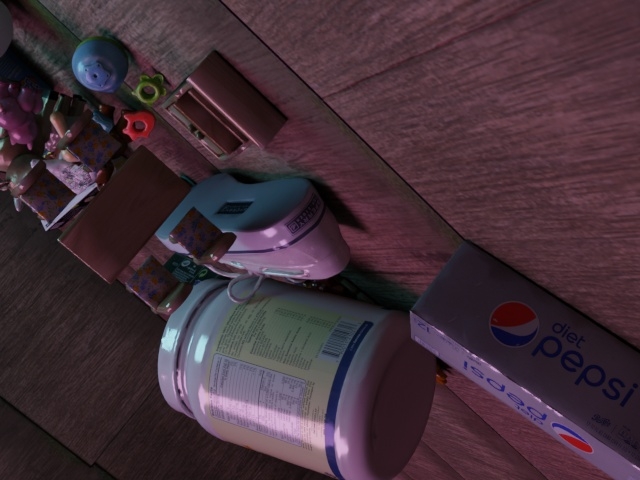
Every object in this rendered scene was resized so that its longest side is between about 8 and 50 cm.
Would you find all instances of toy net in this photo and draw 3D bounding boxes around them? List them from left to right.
[{"bbox_3d":[-0.283,-0.136,1.323,0.122,0.232,0.045,23,-151,-15],"label":"toy net"}]

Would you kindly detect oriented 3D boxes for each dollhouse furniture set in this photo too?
[{"bbox_3d":[-0.172,-0.068,1.135,0.212,0.242,0.161,42,165,-14],"label":"dollhouse furniture set"}]

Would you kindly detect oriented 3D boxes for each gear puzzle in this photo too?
[{"bbox_3d":[0.043,0.111,1.546,0.339,0.044,0.175,37,165,6],"label":"gear puzzle"}]

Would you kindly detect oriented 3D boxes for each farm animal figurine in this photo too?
[{"bbox_3d":[-0.438,-0.135,1.455,0.330,0.172,0.327,10,-173,-34],"label":"farm animal figurine"}]

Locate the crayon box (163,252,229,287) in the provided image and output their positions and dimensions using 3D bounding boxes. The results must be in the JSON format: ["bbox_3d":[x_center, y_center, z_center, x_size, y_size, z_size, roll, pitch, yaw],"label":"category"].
[{"bbox_3d":[-0.186,0.168,2.213,0.202,0.081,0.318,20,155,53],"label":"crayon box"}]

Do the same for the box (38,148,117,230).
[{"bbox_3d":[-0.424,-0.108,1.765,0.207,0.036,0.114,-31,82,43],"label":"box"}]

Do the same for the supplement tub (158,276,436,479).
[{"bbox_3d":[-0.032,0.180,1.426,0.325,0.235,0.235,12,154,29],"label":"supplement tub"}]

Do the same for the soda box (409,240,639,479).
[{"bbox_3d":[0.229,0.125,1.026,0.286,0.098,0.091,34,164,18],"label":"soda box"}]

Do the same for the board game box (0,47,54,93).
[{"bbox_3d":[-0.538,-0.256,1.650,0.047,0.160,0.210,-29,117,33],"label":"board game box"}]

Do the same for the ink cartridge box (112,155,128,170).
[{"bbox_3d":[-0.355,-0.092,1.822,0.143,0.090,0.092,30,163,32],"label":"ink cartridge box"}]

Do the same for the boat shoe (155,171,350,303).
[{"bbox_3d":[-0.078,0.004,1.359,0.367,0.136,0.156,0,134,55],"label":"boat shoe"}]

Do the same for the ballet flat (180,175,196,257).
[{"bbox_3d":[-0.200,-0.016,1.693,0.077,0.077,0.231,29,163,31],"label":"ballet flat"}]

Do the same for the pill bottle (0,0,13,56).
[{"bbox_3d":[-0.541,-0.327,1.470,0.246,0.136,0.136,29,163,33],"label":"pill bottle"}]
